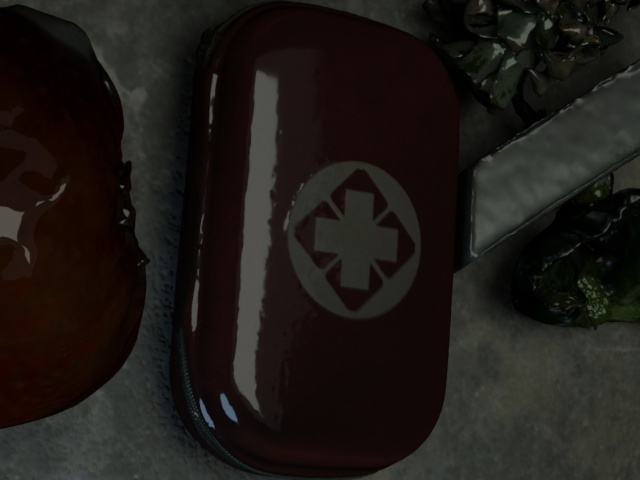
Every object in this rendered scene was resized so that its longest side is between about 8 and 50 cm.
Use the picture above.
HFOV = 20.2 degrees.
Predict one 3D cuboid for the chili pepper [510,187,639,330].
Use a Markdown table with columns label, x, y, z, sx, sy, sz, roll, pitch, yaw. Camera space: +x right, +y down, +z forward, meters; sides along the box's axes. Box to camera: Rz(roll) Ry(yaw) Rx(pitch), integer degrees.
| label | x | y | z | sx | sy | sz | roll | pitch | yaw |
| --- | --- | --- | --- | --- | --- | --- | --- | --- | --- |
| chili pepper | 0.289 | 0.027 | 1.691 | 0.264 | 0.148 | 0.116 | 7 | 75 | -27 |

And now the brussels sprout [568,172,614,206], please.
| label | x | y | z | sx | sy | sz | roll | pitch | yaw |
| --- | --- | --- | --- | --- | --- | --- | --- | --- | --- |
| brussels sprout | 0.253 | -0.065 | 1.726 | 0.051 | 0.046 | 0.083 | -22 | 97 | -30 |

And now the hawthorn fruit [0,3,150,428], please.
| label | x | y | z | sx | sy | sz | roll | pitch | yaw |
| --- | --- | --- | --- | --- | --- | --- | --- | --- | --- |
| hawthorn fruit | -0.276 | -0.012 | 1.257 | 0.308 | 0.324 | 0.308 | 8 | 90 | -76 |

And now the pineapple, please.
| label | x | y | z | sx | sy | sz | roll | pitch | yaw |
| --- | --- | --- | --- | --- | --- | --- | --- | --- | --- |
| pineapple | 0.221 | -0.239 | 1.653 | 0.271 | 0.262 | 0.262 | -43 | 110 | -4 |

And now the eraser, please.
| label | x | y | z | sx | sy | sz | roll | pitch | yaw |
| --- | --- | --- | --- | --- | --- | --- | --- | --- | --- |
| eraser | 0.239 | -0.086 | 1.645 | 0.352 | 0.111 | 0.077 | -32 | 84 | -19 |

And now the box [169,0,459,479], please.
| label | x | y | z | sx | sy | sz | roll | pitch | yaw |
| --- | --- | --- | --- | --- | --- | --- | --- | --- | --- |
| box | 0.000 | 0.000 | 1.521 | 0.263 | 0.108 | 0.404 | 7 | 82 | -32 |
